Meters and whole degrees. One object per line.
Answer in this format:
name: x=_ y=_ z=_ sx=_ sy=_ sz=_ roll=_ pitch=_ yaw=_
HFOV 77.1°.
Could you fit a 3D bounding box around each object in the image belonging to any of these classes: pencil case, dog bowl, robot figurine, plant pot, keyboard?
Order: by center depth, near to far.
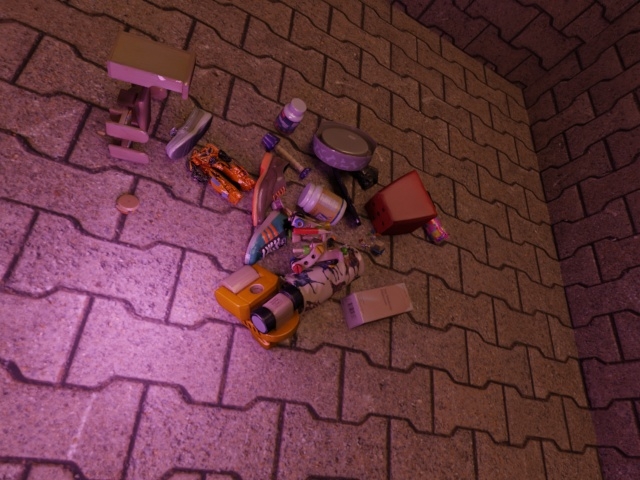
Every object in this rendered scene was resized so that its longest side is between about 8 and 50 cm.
robot figurine: x=-0.430 y=-0.299 z=1.733 sx=0.291 sy=0.085 sz=0.211 roll=41 pitch=52 yaw=-9
pencil case: x=0.012 y=0.158 z=1.743 sx=0.411 sy=0.160 sz=0.183 roll=-28 pitch=98 yaw=-37
keyboard: x=0.127 y=-0.223 z=1.997 sx=0.033 sy=0.201 sz=0.316 roll=-24 pitch=78 yaw=2
dog bowl: x=0.118 y=-0.485 z=2.073 sx=0.349 sy=0.102 sz=0.348 roll=12 pitch=40 yaw=-11
plant pot: x=0.392 y=-0.170 z=2.083 sx=0.236 sy=0.267 sz=0.267 roll=-18 pitch=78 yaw=-23
pencil case: x=0.634 y=-0.101 z=2.281 sx=0.104 sy=0.104 sz=0.236 roll=-30 pitch=83 yaw=-37

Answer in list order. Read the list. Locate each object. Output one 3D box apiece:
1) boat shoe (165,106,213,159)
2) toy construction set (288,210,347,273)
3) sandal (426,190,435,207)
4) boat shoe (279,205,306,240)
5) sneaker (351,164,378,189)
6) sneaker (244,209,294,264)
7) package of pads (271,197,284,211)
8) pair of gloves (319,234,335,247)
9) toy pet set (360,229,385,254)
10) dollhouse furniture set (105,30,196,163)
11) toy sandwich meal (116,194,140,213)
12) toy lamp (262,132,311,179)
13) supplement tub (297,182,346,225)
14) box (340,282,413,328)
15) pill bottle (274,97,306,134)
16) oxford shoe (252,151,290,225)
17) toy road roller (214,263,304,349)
boat shoe: x=-0.572 y=-0.462 z=1.710 sx=0.103 sy=0.118 sz=0.320 roll=31 pitch=51 yaw=-9
toy construction set: x=0.000 y=0.000 z=1.586 sx=0.238 sy=0.309 sz=0.257 roll=0 pitch=83 yaw=-8
sandal: x=0.641 y=-0.224 z=2.389 sx=0.067 sy=0.040 sz=0.179 roll=23 pitch=43 yaw=-27
boat shoe: x=-0.125 y=-0.070 z=1.835 sx=0.060 sy=0.064 sz=0.177 roll=-35 pitch=86 yaw=-7
sneaker: x=0.219 y=-0.357 z=2.157 sx=0.228 sy=0.087 sz=0.130 roll=21 pitch=52 yaw=-28
sneaker: x=-0.210 y=-0.004 z=1.699 sx=0.121 sy=0.108 sz=0.302 roll=25 pitch=53 yaw=6
package of pads: x=-0.206 y=-0.177 z=1.847 sx=0.050 sy=0.032 sz=0.083 roll=-16 pitch=77 yaw=-32
pair of gloves: x=0.033 y=-0.009 z=1.928 sx=0.083 sy=0.010 sz=0.074 roll=38 pitch=52 yaw=-14
toy pet set: x=0.273 y=0.020 z=2.046 sx=0.114 sy=0.065 sz=0.122 roll=31 pitch=43 yaw=28
dollhouse furniture set: x=-0.630 y=-0.540 z=1.522 sx=0.257 sy=0.394 sz=0.361 roll=11 pitch=62 yaw=-17
toy sandwich meal: x=-0.725 y=-0.136 z=1.514 sx=0.086 sy=0.029 sz=0.085 roll=16 pitch=50 yaw=-20
toy lamp: x=-0.165 y=-0.416 z=1.956 sx=0.275 sy=0.080 sz=0.080 roll=40 pitch=53 yaw=-10
supplement tub: x=0.007 y=-0.173 z=1.905 sx=0.200 sy=0.144 sz=0.144 roll=28 pitch=56 yaw=-17
box: x=0.263 y=0.297 z=1.856 sx=0.311 sy=0.121 sz=0.147 roll=-8 pitch=72 yaw=-34
pill bottle: x=-0.147 y=-0.618 z=1.996 sx=0.108 sy=0.180 sz=0.107 roll=13 pitch=61 yaw=-26
oxford shoe: x=-0.219 y=-0.224 z=1.771 sx=0.133 sy=0.130 sz=0.363 roll=13 pitch=69 yaw=-6
toy road roller: x=-0.231 y=0.269 z=1.552 sx=0.330 sy=0.240 sz=0.203 roll=29 pitch=46 yaw=29
